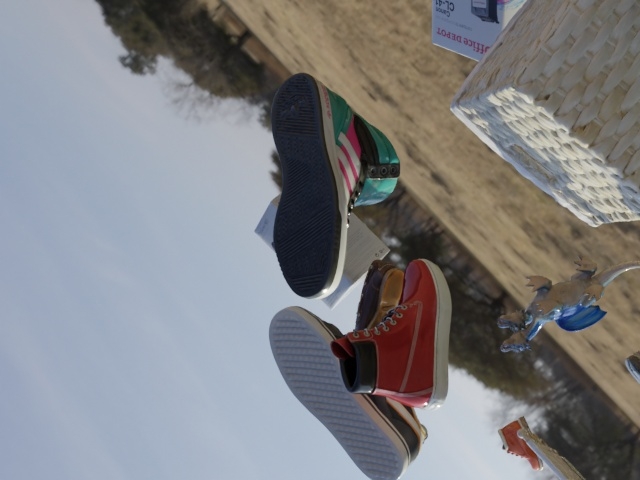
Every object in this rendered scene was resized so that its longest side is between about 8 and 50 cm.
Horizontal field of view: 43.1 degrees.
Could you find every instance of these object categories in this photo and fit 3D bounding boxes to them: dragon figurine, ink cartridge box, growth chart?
[{"bbox_3d":[0.425,0.098,1.361,0.144,0.289,0.085,54,-166,-60],"label":"dragon figurine"},{"bbox_3d":[0.318,-0.500,1.503,0.226,0.131,0.306,41,142,50],"label":"ink cartridge box"},{"bbox_3d":[0.426,0.400,1.416,0.172,0.021,0.237,48,-173,35],"label":"growth chart"}]

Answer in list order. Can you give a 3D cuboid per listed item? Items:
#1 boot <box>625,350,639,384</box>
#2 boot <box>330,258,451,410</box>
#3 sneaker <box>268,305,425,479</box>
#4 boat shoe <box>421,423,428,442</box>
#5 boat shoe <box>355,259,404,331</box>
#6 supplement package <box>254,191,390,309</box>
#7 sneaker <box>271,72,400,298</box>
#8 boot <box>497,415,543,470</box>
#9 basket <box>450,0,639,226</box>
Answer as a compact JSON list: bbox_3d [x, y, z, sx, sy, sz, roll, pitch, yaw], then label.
[{"bbox_3d":[0.823,0.278,1.580,0.377,0.284,0.138,45,-179,4],"label":"boot"},{"bbox_3d":[0.102,0.122,1.222,0.176,0.088,0.244,16,-123,-19],"label":"boot"},{"bbox_3d":[0.045,0.236,1.325,0.321,0.126,0.127,54,-146,9],"label":"sneaker"},{"bbox_3d":[0.156,0.414,1.645,0.042,0.133,0.049,81,165,-58],"label":"boat shoe"},{"bbox_3d":[0.106,0.140,1.588,0.073,0.207,0.073,8,-166,-42],"label":"boat shoe"},{"bbox_3d":[0.000,0.000,1.732,0.244,0.134,0.139,45,146,7],"label":"supplement package"},{"bbox_3d":[0.026,-0.056,1.060,0.178,0.123,0.296,18,-118,-47],"label":"sneaker"},{"bbox_3d":[0.501,0.519,2.028,0.158,0.084,0.059,62,-173,-15],"label":"boot"},{"bbox_3d":[0.439,-0.239,1.211,0.328,0.331,0.266,38,176,-7],"label":"basket"}]
